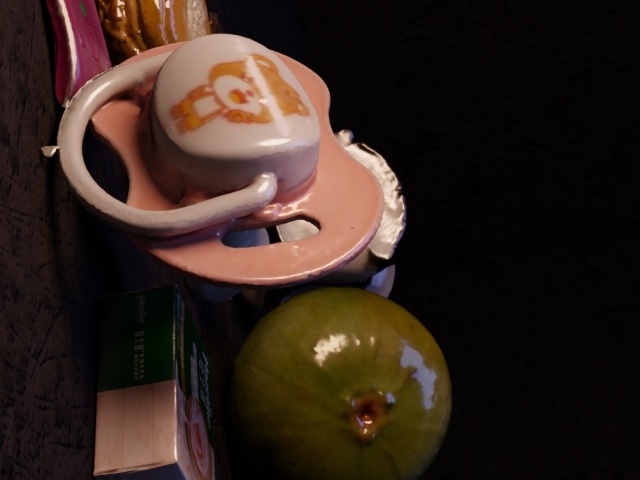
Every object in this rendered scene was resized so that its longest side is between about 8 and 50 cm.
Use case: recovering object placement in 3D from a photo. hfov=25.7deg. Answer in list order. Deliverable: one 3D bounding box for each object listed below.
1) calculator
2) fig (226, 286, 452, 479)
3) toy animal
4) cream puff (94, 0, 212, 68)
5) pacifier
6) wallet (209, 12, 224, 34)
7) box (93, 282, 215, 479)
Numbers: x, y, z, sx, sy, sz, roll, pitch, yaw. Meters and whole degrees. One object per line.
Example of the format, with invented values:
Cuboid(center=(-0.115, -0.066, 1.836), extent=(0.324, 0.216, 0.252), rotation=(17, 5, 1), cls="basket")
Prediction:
Cuboid(center=(-0.233, -0.197, 1.348), extent=(0.126, 0.034, 0.190), rotation=(37, 42, -79), cls="calculator")
Cuboid(center=(0.012, 0.206, 1.839), extent=(0.316, 0.316, 0.316), rotation=(-11, 90, -84), cls="fig")
Cuboid(center=(0.000, 0.000, 2.033), extent=(0.310, 0.251, 0.251), rotation=(123, -38, -65), cls="toy animal")
Cuboid(center=(-0.182, -0.230, 1.478), extent=(0.150, 0.115, 0.165), rotation=(34, 54, -72), cls="cream puff")
Cuboid(center=(-0.083, -0.062, 1.282), extent=(0.273, 0.220, 0.332), rotation=(45, 14, -49), cls="pacifier")
Cuboid(center=(-0.146, -0.232, 2.152), extent=(0.230, 0.042, 0.124), rotation=(68, 16, -58), cls="wallet")
Cuboid(center=(-0.150, 0.158, 1.289), extent=(0.135, 0.081, 0.199), rotation=(72, 12, -51), cls="box")
